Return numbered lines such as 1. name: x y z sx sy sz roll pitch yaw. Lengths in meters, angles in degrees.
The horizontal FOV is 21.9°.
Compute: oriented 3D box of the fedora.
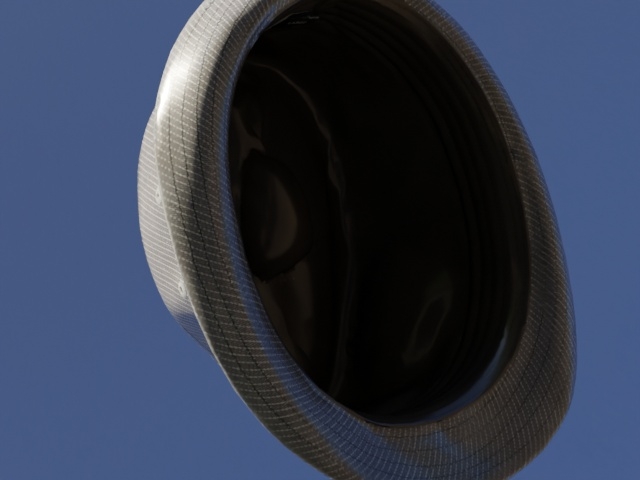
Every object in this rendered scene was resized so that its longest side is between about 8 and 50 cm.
1. fedora: 0.000 0.000 0.828 0.243 0.124 0.275 -26 -85 -41
